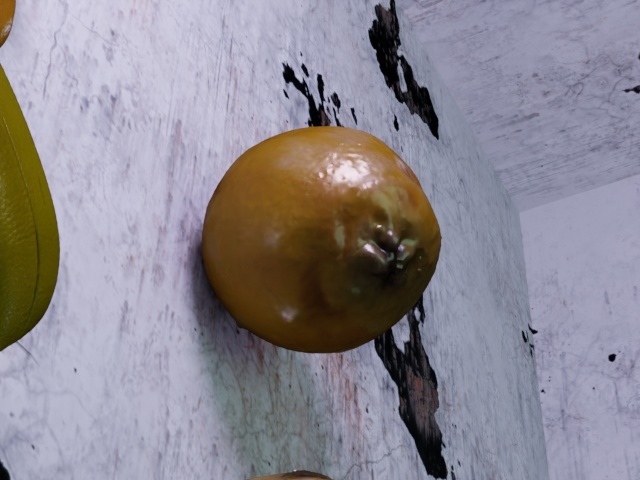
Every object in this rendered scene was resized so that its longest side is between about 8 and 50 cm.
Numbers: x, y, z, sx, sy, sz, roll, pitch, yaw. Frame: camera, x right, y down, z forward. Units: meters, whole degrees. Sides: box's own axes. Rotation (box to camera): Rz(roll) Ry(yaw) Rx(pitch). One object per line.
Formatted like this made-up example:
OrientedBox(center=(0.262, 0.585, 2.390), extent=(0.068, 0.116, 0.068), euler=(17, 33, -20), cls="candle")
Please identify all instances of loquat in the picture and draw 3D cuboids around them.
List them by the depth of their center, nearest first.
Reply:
OrientedBox(center=(0.000, 0.000, 1.702), extent=(0.328, 0.328, 0.328), euler=(51, 29, -43), cls="loquat")

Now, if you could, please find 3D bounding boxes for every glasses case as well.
OrientedBox(center=(-0.353, -0.070, 1.090), extent=(0.141, 0.173, 0.371), euler=(-39, 110, -72), cls="glasses case")

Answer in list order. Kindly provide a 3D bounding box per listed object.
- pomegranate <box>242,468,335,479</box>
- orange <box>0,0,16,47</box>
OrientedBox(center=(-0.026, 0.407, 1.328), extent=(0.322, 0.322, 0.322), euler=(51, 29, -43), cls="pomegranate")
OrientedBox(center=(-0.381, -0.245, 1.240), extent=(0.156, 0.124, 0.156), euler=(0, 90, -69), cls="orange")
